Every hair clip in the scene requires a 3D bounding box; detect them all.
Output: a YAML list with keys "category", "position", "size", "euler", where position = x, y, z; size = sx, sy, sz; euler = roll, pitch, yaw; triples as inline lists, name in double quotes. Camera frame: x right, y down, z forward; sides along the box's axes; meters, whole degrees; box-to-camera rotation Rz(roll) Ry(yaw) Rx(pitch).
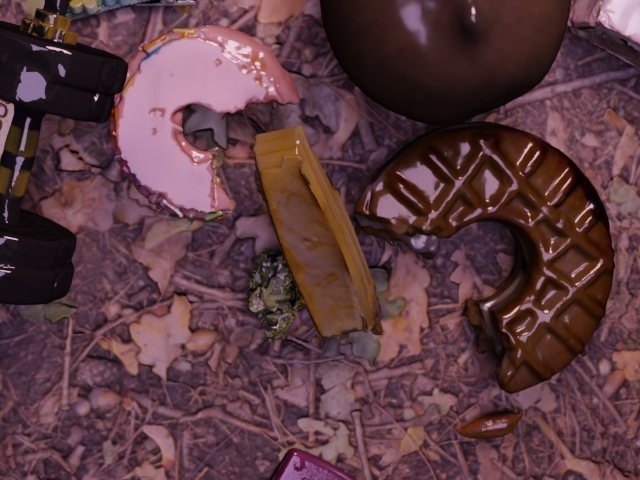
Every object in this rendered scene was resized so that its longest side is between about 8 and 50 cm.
- category: "hair clip"
  position: [-0.232, -0.294, 1.113]
  size: [0.172, 0.049, 0.049]
  euler: [-10, 101, -6]

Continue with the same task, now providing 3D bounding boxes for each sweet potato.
- category: "sweet potato"
  position: [0.233, 0.255, 1.278]
  size: [0.095, 0.034, 0.034]
  euler: [-15, 101, 4]

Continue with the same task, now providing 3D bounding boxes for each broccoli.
- category: "broccoli"
  position: [-0.060, 0.068, 1.173]
  size: [0.095, 0.092, 0.097]
  euler: [42, 107, 7]

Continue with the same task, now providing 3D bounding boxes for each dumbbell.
- category: "dumbbell"
  position: [-0.334, -0.089, 1.031]
  size: [0.185, 0.185, 0.389]
  euler: [15, 99, -11]

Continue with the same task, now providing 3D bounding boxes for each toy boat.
- category: "toy boat"
  position: [0.000, 0.000, 1.143]
  size: [0.089, 0.115, 0.310]
  euler: [-15, 115, 19]

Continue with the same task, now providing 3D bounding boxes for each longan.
- category: "longan"
  position: [0.139, -0.278, 1.051]
  size: [0.297, 0.297, 0.298]
  euler: [-1, 100, -9]

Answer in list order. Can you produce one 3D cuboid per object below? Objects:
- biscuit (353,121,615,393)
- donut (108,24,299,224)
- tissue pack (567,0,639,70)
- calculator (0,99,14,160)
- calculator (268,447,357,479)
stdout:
- category: "biscuit"
  position: [0.235, 0.001, 1.195]
  size: [0.268, 0.115, 0.366]
  euler: [-44, 104, 1]
- category: "donut"
  position: [-0.153, -0.149, 1.123]
  size: [0.199, 0.085, 0.233]
  euler: [32, 94, -13]
- category: "tissue pack"
  position: [0.459, -0.348, 1.167]
  size: [0.201, 0.124, 0.271]
  euler: [25, 94, -11]
- category: "calculator"
  position: [-0.449, -0.116, 1.109]
  size: [0.146, 0.032, 0.235]
  euler: [32, 92, -12]
- category: "calculator"
  position: [-0.035, 0.384, 1.258]
  size: [0.126, 0.034, 0.191]
  euler: [30, 93, -11]
